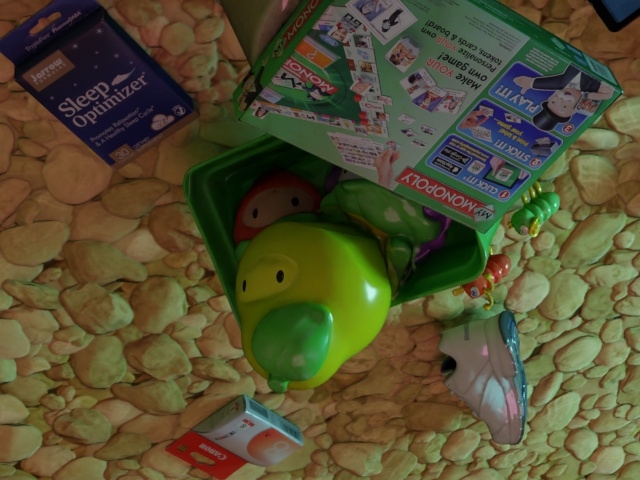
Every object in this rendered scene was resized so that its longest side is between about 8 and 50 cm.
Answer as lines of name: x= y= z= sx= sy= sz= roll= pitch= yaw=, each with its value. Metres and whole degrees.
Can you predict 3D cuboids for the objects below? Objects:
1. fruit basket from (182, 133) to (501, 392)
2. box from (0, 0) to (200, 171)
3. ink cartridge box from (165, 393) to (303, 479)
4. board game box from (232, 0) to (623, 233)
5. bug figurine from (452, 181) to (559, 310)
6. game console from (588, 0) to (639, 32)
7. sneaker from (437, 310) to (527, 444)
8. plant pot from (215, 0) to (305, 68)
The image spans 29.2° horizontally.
fruit basket: x=0.000 y=0.000 z=1.425 sx=0.392 sy=0.392 sz=0.283 roll=-22 pitch=93 yaw=8
box: x=-0.267 y=-0.190 z=1.481 sx=0.136 sy=0.036 sz=0.225 roll=-31 pitch=131 yaw=16
ink cartridge box: x=-0.141 y=0.337 z=2.006 sx=0.179 sy=0.045 sz=0.145 roll=-38 pitch=129 yaw=18
board game box: x=0.105 y=-0.141 z=1.180 sx=0.317 sy=0.046 sz=0.213 roll=23 pitch=125 yaw=-31
bug figurine: x=0.248 y=-0.050 z=1.642 sx=0.216 sy=0.072 sz=0.279 roll=-39 pitch=140 yaw=-28
game console: x=0.363 y=-0.332 z=1.470 sx=0.122 sy=0.071 sz=0.107 roll=-37 pitch=131 yaw=20
sneaker: x=0.264 y=0.222 z=1.970 sx=0.129 sy=0.111 sz=0.297 roll=-5 pitch=132 yaw=13
plant pot: x=0.021 y=-0.279 z=1.275 sx=0.334 sy=0.305 sz=0.334 roll=-7 pitch=134 yaw=-7
